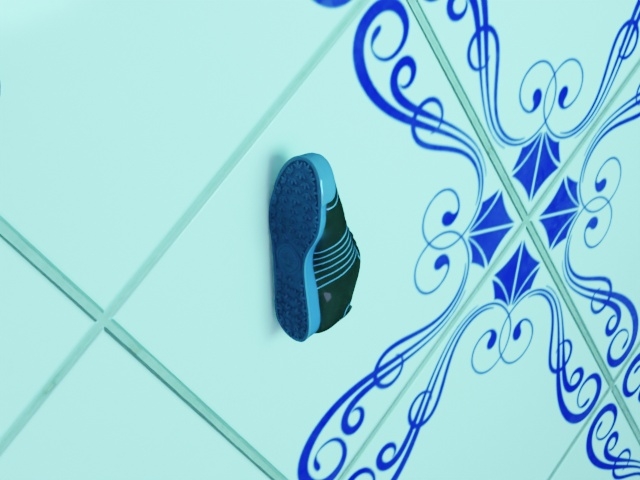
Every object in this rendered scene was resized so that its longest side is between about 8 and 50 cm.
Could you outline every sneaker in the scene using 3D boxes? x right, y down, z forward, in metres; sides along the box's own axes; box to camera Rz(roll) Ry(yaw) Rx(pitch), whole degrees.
[{"bbox_3d":[0.000,0.000,1.285,0.090,0.081,0.232,-26,133,-39],"label":"sneaker"}]
